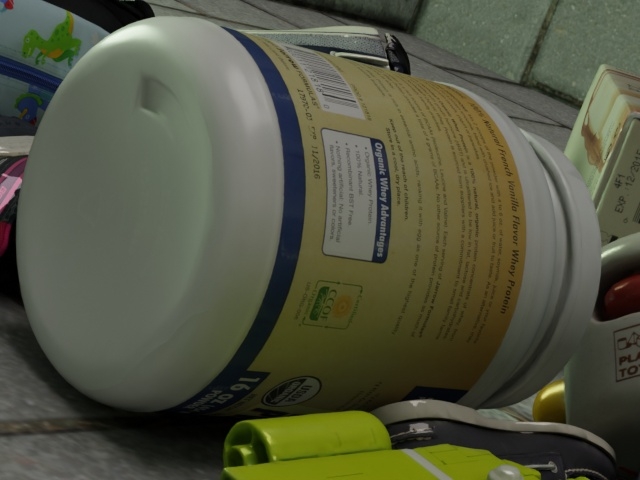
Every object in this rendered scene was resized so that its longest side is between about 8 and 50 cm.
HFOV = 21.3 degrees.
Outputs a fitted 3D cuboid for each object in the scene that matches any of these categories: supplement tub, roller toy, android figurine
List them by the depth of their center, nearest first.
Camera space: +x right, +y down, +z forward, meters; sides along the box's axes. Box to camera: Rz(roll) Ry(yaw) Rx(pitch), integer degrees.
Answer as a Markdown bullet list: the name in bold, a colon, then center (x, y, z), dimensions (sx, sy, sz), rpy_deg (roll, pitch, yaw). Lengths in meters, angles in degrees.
- **android figurine**: center (0.061, 0.157, 0.823), dimensions (0.272, 0.056, 0.248), rpy_deg (-1, 24, -38)
- **supplement tub**: center (0.000, 0.000, 1.046), dimensions (0.316, 0.228, 0.228), rpy_deg (9, 17, -41)
- **roller toy**: center (0.260, 0.087, 1.156), dimensions (0.209, 0.146, 0.191), rpy_deg (5, -27, -4)

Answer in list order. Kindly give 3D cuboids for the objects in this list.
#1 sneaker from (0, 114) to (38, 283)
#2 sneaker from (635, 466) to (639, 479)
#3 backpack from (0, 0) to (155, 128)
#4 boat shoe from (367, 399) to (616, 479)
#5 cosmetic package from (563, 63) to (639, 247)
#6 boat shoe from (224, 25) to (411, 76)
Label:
- **sneaker**: center (-0.152, -0.022, 1.163), dimensions (0.299, 0.121, 0.112), rpy_deg (-14, 46, -40)
- **sneaker**: center (0.256, 0.187, 0.991), dimensions (0.163, 0.086, 0.226), rpy_deg (22, 11, 19)
- **backpack**: center (-0.307, -0.143, 1.193), dimensions (0.290, 0.273, 0.355), rpy_deg (30, -6, 28)
- **boat shoe**: center (0.108, 0.147, 1.037), dimensions (0.206, 0.075, 0.065), rpy_deg (17, 55, -40)
- **cosmetic package**: center (0.305, -0.058, 1.508), dimensions (0.153, 0.129, 0.296), rpy_deg (19, 14, -1)
- **boat shoe**: center (-0.081, -0.116, 1.491), dimensions (0.340, 0.127, 0.158), rpy_deg (-8, 25, -2)
